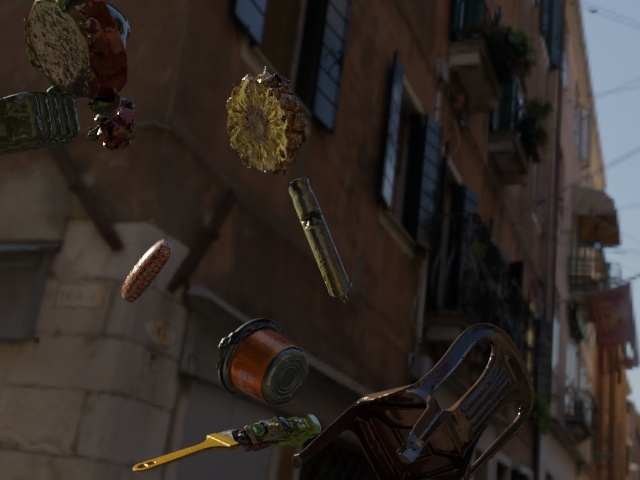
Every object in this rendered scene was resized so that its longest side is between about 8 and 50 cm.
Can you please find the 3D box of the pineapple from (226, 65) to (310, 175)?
[{"bbox_3d":[-0.111,-0.220,1.602,0.047,0.221,0.221,-17,2,-43],"label":"pineapple"}]

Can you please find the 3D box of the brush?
[{"bbox_3d":[-0.270,0.446,1.819,0.272,0.013,0.103,-10,9,-36],"label":"brush"}]

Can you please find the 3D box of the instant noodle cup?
[{"bbox_3d":[-0.107,0.265,1.801,0.125,0.178,0.208,21,7,40],"label":"instant noodle cup"}]

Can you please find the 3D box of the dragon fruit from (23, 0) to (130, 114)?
[{"bbox_3d":[-0.461,-0.377,1.656,0.268,0.130,0.295,48,-40,7],"label":"dragon fruit"}]

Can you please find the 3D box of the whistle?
[{"bbox_3d":[0.001,0.000,2.017,0.057,0.326,0.068,-25,-24,5],"label":"whistle"}]

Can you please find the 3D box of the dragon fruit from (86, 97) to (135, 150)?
[{"bbox_3d":[-0.541,-0.305,2.262,0.142,0.138,0.175,17,17,25],"label":"dragon fruit"}]

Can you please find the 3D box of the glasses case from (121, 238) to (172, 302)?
[{"bbox_3d":[-0.449,0.078,2.199,0.049,0.073,0.194,32,-71,-25],"label":"glasses case"}]

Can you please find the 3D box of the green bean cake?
[{"bbox_3d":[-0.537,-0.199,1.497,0.185,0.094,0.183,-8,8,13],"label":"green bean cake"}]

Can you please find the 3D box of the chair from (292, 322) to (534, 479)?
[{"bbox_3d":[0.145,0.262,1.185,0.183,0.176,0.326,-21,9,39],"label":"chair"}]

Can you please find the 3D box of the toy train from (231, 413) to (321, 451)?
[{"bbox_3d":[-0.084,0.381,1.715,0.085,0.053,0.249,-36,-23,17],"label":"toy train"}]
